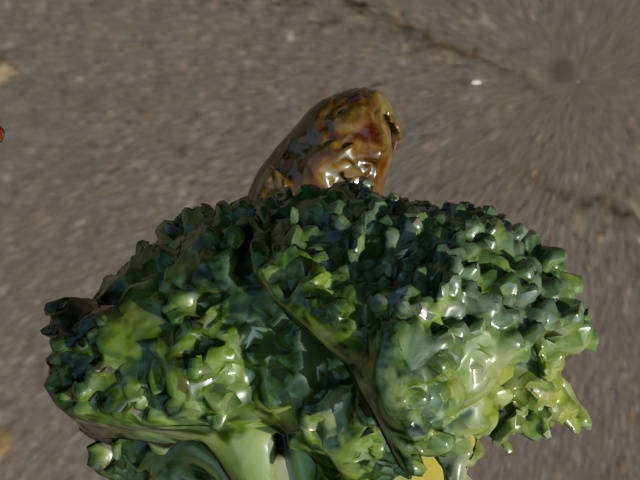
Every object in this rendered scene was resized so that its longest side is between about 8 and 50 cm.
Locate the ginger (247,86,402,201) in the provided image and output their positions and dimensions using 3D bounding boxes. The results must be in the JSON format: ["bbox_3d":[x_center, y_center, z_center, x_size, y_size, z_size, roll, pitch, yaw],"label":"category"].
[{"bbox_3d":[0.000,0.000,1.838,0.165,0.172,0.321,39,144,26],"label":"ginger"}]

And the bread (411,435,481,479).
[{"bbox_3d":[0.124,0.144,1.838,0.102,0.094,0.245,30,80,-33],"label":"bread"}]

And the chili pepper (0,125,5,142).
[{"bbox_3d":[-0.390,-0.070,1.920,0.086,0.084,0.192,40,136,5],"label":"chili pepper"}]

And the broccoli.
[{"bbox_3d":[-0.003,0.091,1.151,0.338,0.277,0.317,26,107,27],"label":"broccoli"}]
